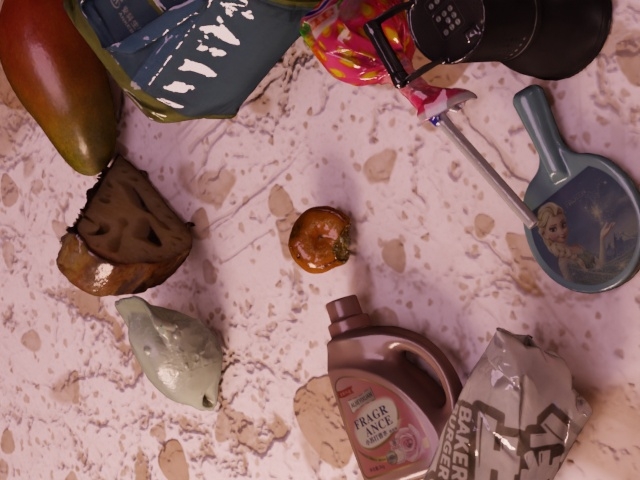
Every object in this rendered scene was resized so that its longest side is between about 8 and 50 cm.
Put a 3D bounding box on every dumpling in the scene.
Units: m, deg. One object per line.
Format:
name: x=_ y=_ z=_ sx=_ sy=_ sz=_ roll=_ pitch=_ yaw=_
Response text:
dumpling: x=-0.195 y=0.141 z=1.923 sx=0.152 sy=0.108 sz=0.219 roll=-120 pitch=7 yaw=-49

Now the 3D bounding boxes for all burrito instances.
burrito: x=0.173 y=0.302 z=1.618 sx=0.139 sy=0.101 sz=0.445 roll=18 pitch=114 yaw=-8

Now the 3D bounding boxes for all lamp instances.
lamp: x=0.181 y=-0.235 z=1.453 sx=0.172 sy=0.227 sz=0.147 roll=-38 pitch=72 yaw=38

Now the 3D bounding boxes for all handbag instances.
handbag: x=-0.149 y=-0.301 z=1.742 sx=0.241 sy=0.222 sz=0.263 roll=-51 pitch=62 yaw=29

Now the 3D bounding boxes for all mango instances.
mango: x=-0.365 y=-0.236 z=2.009 sx=0.146 sy=0.129 sz=0.289 roll=-34 pitch=82 yaw=37

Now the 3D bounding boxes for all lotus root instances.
lotus root: x=-0.257 y=-0.012 z=1.917 sx=0.170 sy=0.260 sz=0.074 roll=30 pitch=119 yaw=0

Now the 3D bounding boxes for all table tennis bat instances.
table tennis bat: x=0.267 y=-0.057 z=1.538 sx=0.149 sy=0.038 sz=0.237 roll=-28 pitch=81 yaw=43

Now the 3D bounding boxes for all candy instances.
candy: x=0.121 y=-0.149 z=1.604 sx=0.365 sy=0.124 sz=0.124 roll=51 pitch=126 yaw=20

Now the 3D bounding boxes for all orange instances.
orange: x=0.000 y=0.000 z=1.763 sx=0.086 sy=0.062 sz=0.086 roll=-1 pitch=80 yaw=4

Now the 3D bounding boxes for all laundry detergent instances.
laundry detergent: x=0.091 y=0.169 z=1.706 sx=0.171 sy=0.076 sz=0.237 roll=-26 pitch=78 yaw=40

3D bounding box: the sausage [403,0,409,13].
sausage: x=0.164 y=-0.367 z=1.541 sx=0.086 sy=0.086 sz=0.289 roll=32 pitch=116 yaw=33
